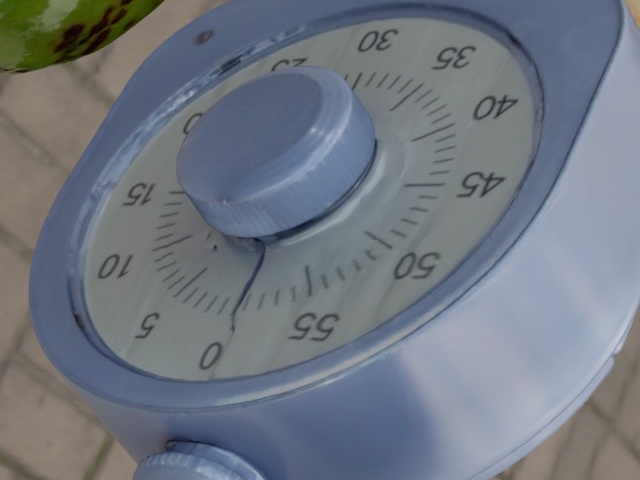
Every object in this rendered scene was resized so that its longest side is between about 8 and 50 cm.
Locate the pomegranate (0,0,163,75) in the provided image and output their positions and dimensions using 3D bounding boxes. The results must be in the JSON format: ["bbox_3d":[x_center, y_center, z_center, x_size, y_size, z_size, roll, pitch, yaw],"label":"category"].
[{"bbox_3d":[-0.168,-0.183,0.863,0.211,0.263,0.211,-4,95,-44],"label":"pomegranate"}]

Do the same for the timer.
[{"bbox_3d":[0.000,0.000,1.062,0.395,0.395,0.173,-54,132,-24],"label":"timer"}]

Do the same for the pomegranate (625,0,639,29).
[{"bbox_3d":[0.212,-0.218,1.300,0.207,0.207,0.207,-15,110,-46],"label":"pomegranate"}]
